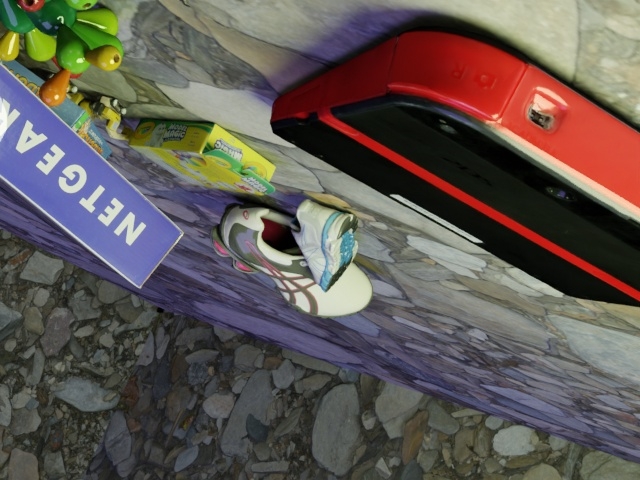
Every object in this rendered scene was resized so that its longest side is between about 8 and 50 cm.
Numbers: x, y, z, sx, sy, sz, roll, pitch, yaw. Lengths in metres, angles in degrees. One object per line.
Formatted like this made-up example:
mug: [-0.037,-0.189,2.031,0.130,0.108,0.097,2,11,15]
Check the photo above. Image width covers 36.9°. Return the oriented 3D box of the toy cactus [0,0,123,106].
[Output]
toy cactus: [-0.248,-0.195,0.795,0.180,0.112,0.219,38,174,-18]

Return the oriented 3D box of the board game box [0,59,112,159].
board game box: [-0.341,-0.168,1.105,0.201,0.035,0.136,35,169,9]

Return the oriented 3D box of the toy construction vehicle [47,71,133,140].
toy construction vehicle: [-0.275,-0.155,1.146,0.086,0.035,0.098,20,168,18]

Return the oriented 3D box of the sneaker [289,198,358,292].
sneaker: [0.000,0.000,1.243,0.083,0.071,0.191,31,156,14]

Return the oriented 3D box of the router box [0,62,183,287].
router box: [-0.347,-0.112,1.042,0.301,0.082,0.335,27,165,43]

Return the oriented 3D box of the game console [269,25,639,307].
game console: [0.170,-0.040,0.790,0.386,0.060,0.342,28,173,-19]

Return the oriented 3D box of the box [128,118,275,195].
box: [-0.133,-0.098,1.115,0.179,0.043,0.105,14,165,47]

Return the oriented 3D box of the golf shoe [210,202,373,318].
golf shoe: [-0.023,0.034,1.357,0.273,0.105,0.120,28,159,-26]
